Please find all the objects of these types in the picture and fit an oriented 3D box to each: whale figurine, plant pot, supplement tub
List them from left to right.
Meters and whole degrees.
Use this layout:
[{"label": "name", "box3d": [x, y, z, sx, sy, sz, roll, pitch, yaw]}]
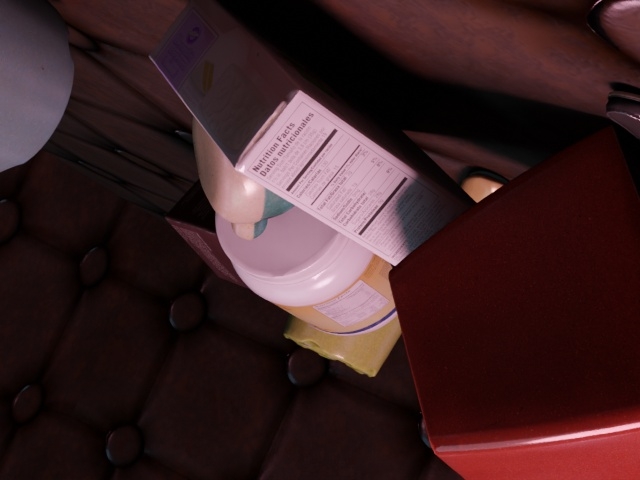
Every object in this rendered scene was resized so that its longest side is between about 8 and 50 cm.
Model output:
[{"label": "plant pot", "box3d": [-0.490, -0.232, 1.410, 0.341, 0.341, 0.334, 21, -179, 30]}, {"label": "whale figurine", "box3d": [-0.082, -0.111, 1.458, 0.141, 0.216, 0.272, -11, 180, -13]}, {"label": "supplement tub", "box3d": [0.000, 0.000, 1.734, 0.228, 0.228, 0.316, 22, 173, 26]}, {"label": "plant pot", "box3d": [0.066, 0.093, 2.117, 0.276, 0.253, 0.276, 24, 173, 3]}, {"label": "plant pot", "box3d": [0.211, 0.096, 1.101, 0.236, 0.267, 0.267, -19, 153, 13]}]

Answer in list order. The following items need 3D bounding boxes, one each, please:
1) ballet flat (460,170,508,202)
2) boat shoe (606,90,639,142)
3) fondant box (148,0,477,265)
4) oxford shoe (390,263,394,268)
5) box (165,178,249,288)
[{"label": "ballet flat", "box3d": [0.200, -0.025, 1.484, 0.080, 0.073, 0.232, 23, 173, 9]}, {"label": "boat shoe", "box3d": [0.279, -0.076, 0.944, 0.133, 0.042, 0.049, 28, 175, -15]}, {"label": "fondant box", "box3d": [0.011, -0.093, 1.198, 0.330, 0.096, 0.238, 32, -167, -41]}, {"label": "oxford shoe", "box3d": [0.044, -0.062, 1.505, 0.271, 0.098, 0.097, 42, 173, -11]}, {"label": "box", "box3d": [-0.119, -0.029, 2.027, 0.203, 0.168, 0.167, 17, 151, 54]}]
